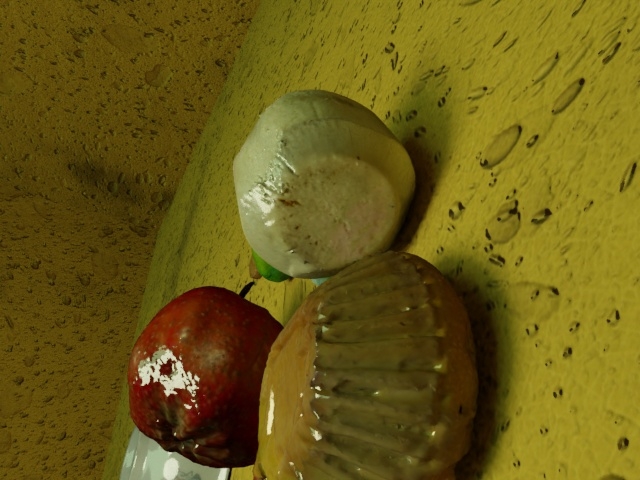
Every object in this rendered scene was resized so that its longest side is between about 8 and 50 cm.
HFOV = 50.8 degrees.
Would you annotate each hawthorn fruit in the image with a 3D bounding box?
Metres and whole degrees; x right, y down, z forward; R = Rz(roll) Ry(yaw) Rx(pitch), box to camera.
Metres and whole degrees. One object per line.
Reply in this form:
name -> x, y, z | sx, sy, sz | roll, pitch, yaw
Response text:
hawthorn fruit -> -0.142, 0.173, 0.999 | 0.254, 0.254, 0.300 | -48, 14, 51

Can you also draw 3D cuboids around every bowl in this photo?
bowl -> -0.292, 0.435, 1.297 | 0.345, 0.157, 0.346 | -53, 27, 43

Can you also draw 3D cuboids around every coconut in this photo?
coconut -> -0.004, -0.072, 0.845 | 0.241, 0.241, 0.241 | -163, 90, -71

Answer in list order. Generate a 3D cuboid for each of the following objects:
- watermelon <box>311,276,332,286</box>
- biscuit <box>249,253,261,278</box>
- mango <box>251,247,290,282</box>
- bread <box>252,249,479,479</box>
watermelon -> 0.000, 0.000, 0.999 | 0.139, 0.071, 0.187 | 135, 147, -62
biscuit -> -0.117, 0.013, 1.383 | 0.118, 0.023, 0.140 | -158, 87, -72
mango -> -0.072, -0.016, 1.165 | 0.119, 0.100, 0.179 | -140, 61, -68
bread -> 0.035, 0.138, 0.650 | 0.274, 0.149, 0.274 | -169, 90, -71
